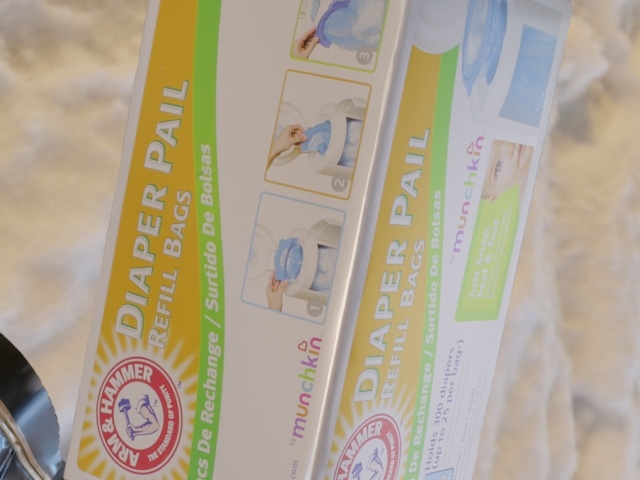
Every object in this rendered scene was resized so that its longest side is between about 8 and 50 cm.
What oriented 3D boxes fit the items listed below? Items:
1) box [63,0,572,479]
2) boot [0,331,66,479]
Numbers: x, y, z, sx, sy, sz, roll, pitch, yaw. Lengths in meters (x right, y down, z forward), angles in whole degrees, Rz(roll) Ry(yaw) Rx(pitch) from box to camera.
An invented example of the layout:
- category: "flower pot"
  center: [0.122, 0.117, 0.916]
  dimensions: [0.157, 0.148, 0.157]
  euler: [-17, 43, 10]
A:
- category: "box"
  center: [0.000, 0.000, 0.491]
  dimensions: [0.114, 0.103, 0.203]
  euler: [2, 101, -56]
- category: "boot"
  center: [-0.175, 0.129, 0.612]
  dimensions: [0.137, 0.077, 0.198]
  euler: [-42, 145, -25]
